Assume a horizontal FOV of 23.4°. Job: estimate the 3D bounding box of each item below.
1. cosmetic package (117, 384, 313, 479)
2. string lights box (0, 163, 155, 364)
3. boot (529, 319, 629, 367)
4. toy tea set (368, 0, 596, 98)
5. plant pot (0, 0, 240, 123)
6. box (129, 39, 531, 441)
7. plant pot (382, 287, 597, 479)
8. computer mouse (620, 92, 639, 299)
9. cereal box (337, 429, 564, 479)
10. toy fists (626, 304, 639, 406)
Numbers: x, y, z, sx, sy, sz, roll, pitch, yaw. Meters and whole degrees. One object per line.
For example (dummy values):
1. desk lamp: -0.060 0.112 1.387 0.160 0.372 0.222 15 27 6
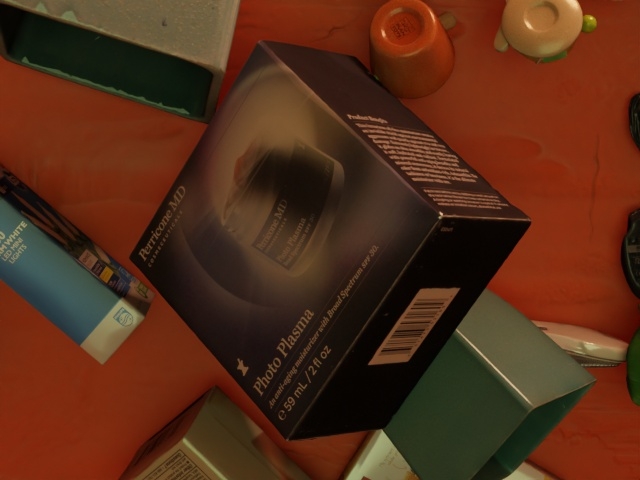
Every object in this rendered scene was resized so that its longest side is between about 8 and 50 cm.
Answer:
1. cosmetic package: -0.079 0.330 1.754 0.153 0.129 0.296 -39 99 26
2. string lights box: -0.311 0.016 1.715 0.259 0.133 0.077 41 96 -7
3. boot: 0.259 0.142 1.790 0.190 0.069 0.086 10 104 6
4. toy tea set: 0.192 -0.260 1.702 0.336 0.124 0.200 -1 71 11
5. plant pot: -0.189 -0.298 1.625 0.247 0.247 0.252 18 80 -4
6. box: 0.000 0.000 1.601 0.294 0.182 0.296 46 115 30
7. plant pot: 0.144 0.139 1.703 0.234 0.165 0.165 48 119 20
8. computer mouse: 0.376 -0.049 1.778 0.071 0.041 0.242 -2 92 -10
9. cereal box: 0.149 0.301 1.815 0.240 0.047 0.173 30 97 -6
10. toy fists: 0.477 0.141 1.763 0.279 0.096 0.142 0 88 -17
